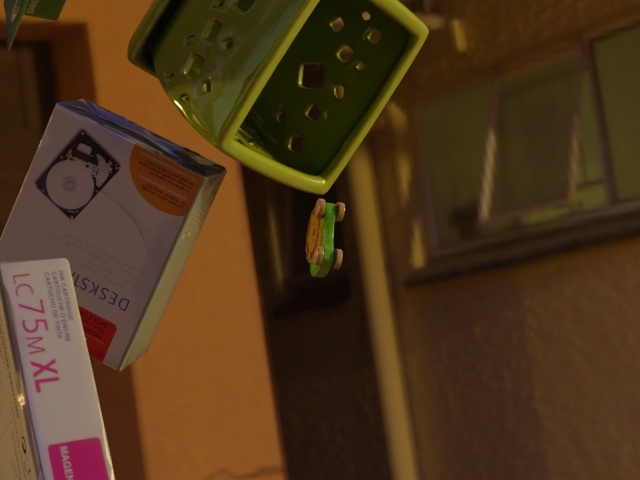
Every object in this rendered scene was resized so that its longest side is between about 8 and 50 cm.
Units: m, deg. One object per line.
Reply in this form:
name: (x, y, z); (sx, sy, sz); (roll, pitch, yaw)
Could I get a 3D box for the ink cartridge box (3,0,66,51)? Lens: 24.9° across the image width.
ink cartridge box: (-0.291, -0.306, 1.521); (0.062, 0.209, 0.109); (8, -37, -26)

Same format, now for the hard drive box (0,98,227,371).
hard drive box: (-0.232, -0.008, 1.546); (0.181, 0.232, 0.089); (26, 13, 6)

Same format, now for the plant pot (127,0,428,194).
plant pot: (-0.057, -0.211, 1.549); (0.207, 0.228, 0.227); (38, 8, 31)

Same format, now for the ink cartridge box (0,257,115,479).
ink cartridge box: (-0.235, 0.158, 1.101); (0.065, 0.186, 0.311); (-4, -22, -29)

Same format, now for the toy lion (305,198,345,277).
toy lion: (0.000, 0.000, 1.749); (0.034, 0.100, 0.096); (9, -26, -13)
